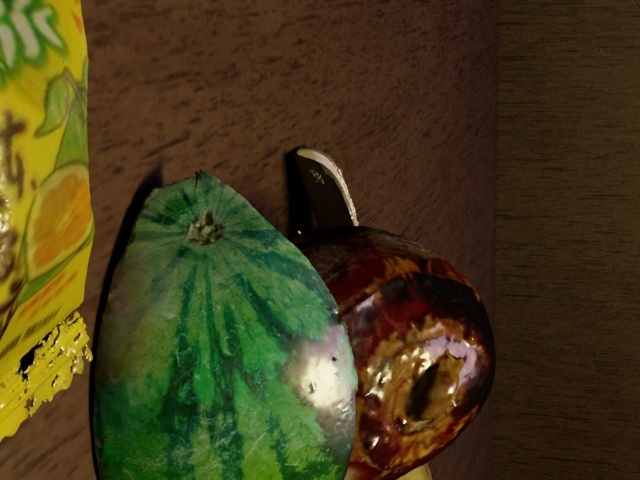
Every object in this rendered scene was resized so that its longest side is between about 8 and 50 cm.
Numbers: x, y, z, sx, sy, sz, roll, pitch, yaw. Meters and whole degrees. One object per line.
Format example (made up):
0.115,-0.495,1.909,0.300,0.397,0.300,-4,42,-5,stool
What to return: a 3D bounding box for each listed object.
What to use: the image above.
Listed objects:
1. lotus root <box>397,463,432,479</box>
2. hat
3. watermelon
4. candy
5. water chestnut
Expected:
0.039,0.225,1.028,0.154,0.140,0.257,29,48,-21,lotus root
0.000,0.000,1.045,0.147,0.085,0.175,-80,146,-80,hat
-0.051,0.080,0.707,0.128,0.146,0.231,-37,130,-69,watermelon
-0.148,-0.027,0.486,0.187,0.081,0.297,-55,155,-61,candy
0.014,0.089,0.889,0.224,0.238,0.223,-25,136,-26,water chestnut
